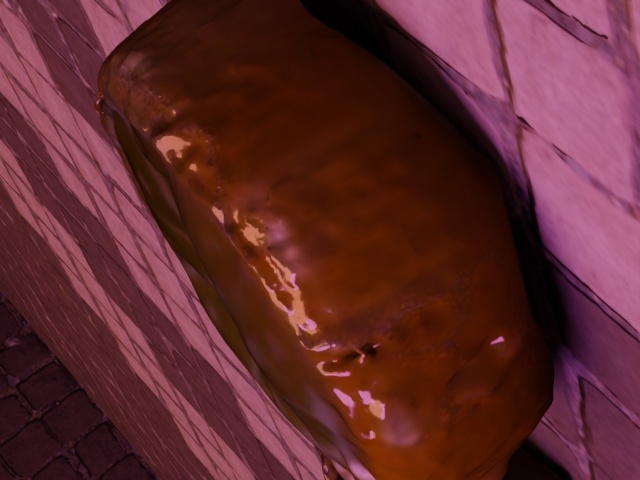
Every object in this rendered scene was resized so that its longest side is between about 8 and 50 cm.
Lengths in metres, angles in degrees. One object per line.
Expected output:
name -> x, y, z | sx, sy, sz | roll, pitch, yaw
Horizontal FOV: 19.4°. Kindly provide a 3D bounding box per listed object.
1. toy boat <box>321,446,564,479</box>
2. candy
toy boat -> 0.085, 0.160, 0.995 | 0.321, 0.089, 0.121 | 35, 152, 58
candy -> 0.000, 0.000, 0.835 | 0.260, 0.118, 0.260 | 55, 171, 14
